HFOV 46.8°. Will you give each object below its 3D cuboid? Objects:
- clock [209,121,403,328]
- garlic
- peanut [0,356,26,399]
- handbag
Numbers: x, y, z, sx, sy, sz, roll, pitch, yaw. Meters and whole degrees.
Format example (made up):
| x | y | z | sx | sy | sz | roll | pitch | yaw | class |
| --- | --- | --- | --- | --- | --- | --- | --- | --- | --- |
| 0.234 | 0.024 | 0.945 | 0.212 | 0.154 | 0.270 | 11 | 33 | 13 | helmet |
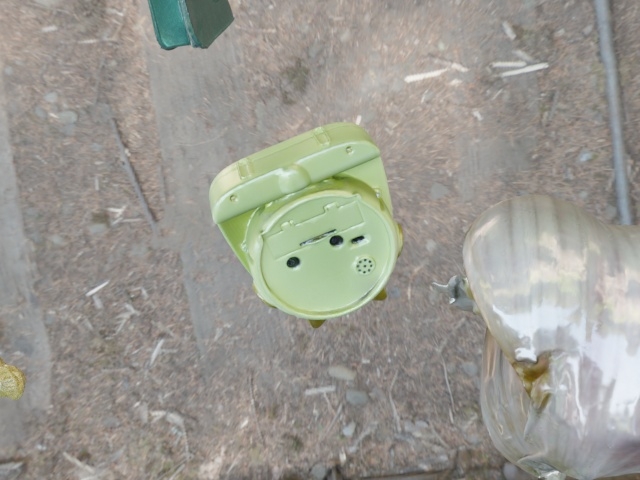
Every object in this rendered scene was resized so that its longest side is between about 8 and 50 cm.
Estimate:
| x | y | z | sx | sy | sz | roll | pitch | yaw | class |
| --- | --- | --- | --- | --- | --- | --- | --- | --- | --- |
| 0.000 | 0.000 | 1.228 | 0.286 | 0.117 | 0.348 | -23 | 119 | 0 | clock |
| 0.137 | 0.087 | 0.510 | 0.256 | 0.207 | 0.207 | -38 | 93 | 4 | garlic |
| -0.724 | 0.291 | 1.626 | 0.194 | 0.083 | 0.093 | 15 | 67 | 18 | peanut |
| -0.261 | -0.537 | 1.386 | 0.089 | 0.238 | 0.327 | -2 | 121 | 18 | handbag |
